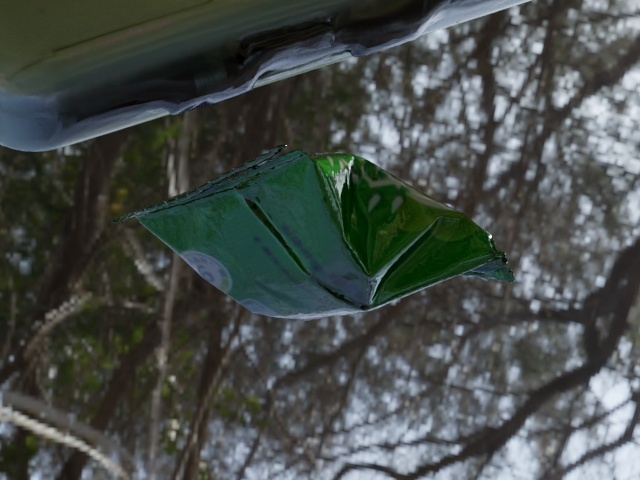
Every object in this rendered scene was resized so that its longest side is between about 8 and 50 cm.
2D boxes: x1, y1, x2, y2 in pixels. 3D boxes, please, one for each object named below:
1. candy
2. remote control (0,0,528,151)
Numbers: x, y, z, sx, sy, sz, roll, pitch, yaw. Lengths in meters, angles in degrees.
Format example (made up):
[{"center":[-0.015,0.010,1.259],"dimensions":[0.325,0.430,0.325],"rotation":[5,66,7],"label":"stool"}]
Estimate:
[{"center":[0.001,0.003,0.708],"dimensions":[0.203,0.141,0.078],"rotation":[21,-130,-41],"label":"candy"},{"center":[-0.035,-0.120,0.538],"dimensions":[0.296,0.056,0.140],"rotation":[-23,-129,-31],"label":"remote control"}]
